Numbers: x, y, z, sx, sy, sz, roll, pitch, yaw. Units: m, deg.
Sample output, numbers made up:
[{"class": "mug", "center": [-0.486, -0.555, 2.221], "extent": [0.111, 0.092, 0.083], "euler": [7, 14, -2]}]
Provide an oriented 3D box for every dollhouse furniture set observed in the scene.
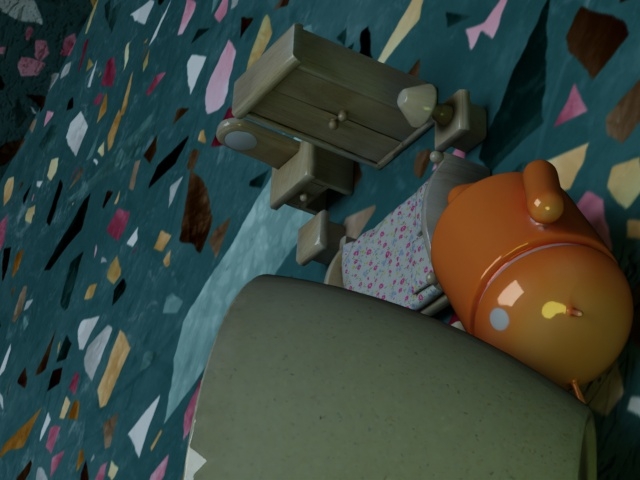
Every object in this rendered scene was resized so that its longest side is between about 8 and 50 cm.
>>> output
[{"class": "dollhouse furniture set", "center": [0.000, 0.000, 1.527], "extent": [0.303, 0.173, 0.356], "euler": [-38, 39, 48]}]

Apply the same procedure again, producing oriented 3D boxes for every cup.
[{"class": "cup", "center": [0.066, 0.192, 1.126], "extent": [0.331, 0.237, 0.331], "euler": [2, -90, -75]}]

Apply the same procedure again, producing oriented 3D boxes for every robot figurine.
[{"class": "robot figurine", "center": [0.160, 0.029, 1.245], "extent": [0.158, 0.128, 0.219], "euler": [-52, 31, 17]}]
